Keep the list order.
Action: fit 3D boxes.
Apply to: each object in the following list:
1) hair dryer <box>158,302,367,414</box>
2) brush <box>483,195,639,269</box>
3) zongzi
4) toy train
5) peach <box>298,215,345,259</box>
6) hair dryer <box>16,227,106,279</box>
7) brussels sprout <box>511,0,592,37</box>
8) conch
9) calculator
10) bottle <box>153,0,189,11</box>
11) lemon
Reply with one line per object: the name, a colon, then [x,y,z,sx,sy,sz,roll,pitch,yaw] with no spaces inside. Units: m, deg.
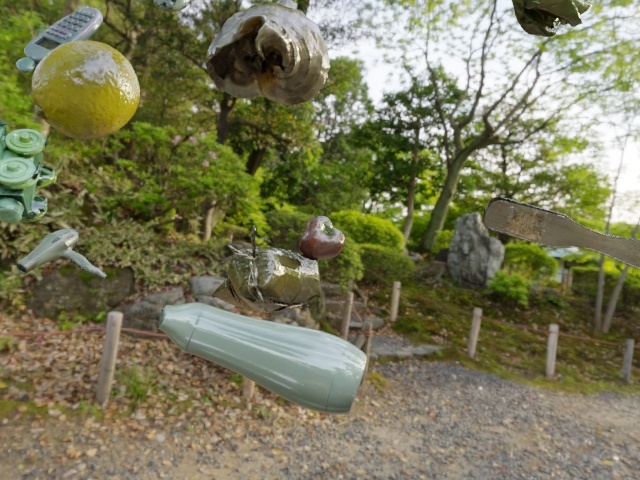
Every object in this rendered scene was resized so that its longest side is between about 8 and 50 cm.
hair dryer: [-0.066,0.118,0.536,0.206,0.075,0.237,21,-8,-4]
brush: [0.474,-0.009,0.866,0.327,0.070,0.065,19,4,20]
zongzi: [-0.285,0.153,1.508,0.466,0.218,0.500,-17,-14,18]
toy train: [-0.749,-0.159,1.083,0.188,0.272,0.159,1,-39,-19]
peach: [0.000,0.000,1.531,0.152,0.152,0.152,8,-2,0]
hair dryer: [-0.844,0.071,1.475,0.225,0.088,0.219,49,38,12]
brussels sprout: [0.353,-0.404,0.738,0.181,0.139,0.100,12,-31,-30]
conch: [-0.120,-0.402,0.971,0.263,0.186,0.324,-14,-12,8]
calculator: [-0.773,-0.593,1.361,0.185,0.299,0.041,27,-20,31]
bottle: [-0.409,-0.698,1.307,0.083,0.083,0.270,8,27,-5]
lemon: [-0.620,-0.398,1.226,0.267,0.268,0.267,8,-2,0]
